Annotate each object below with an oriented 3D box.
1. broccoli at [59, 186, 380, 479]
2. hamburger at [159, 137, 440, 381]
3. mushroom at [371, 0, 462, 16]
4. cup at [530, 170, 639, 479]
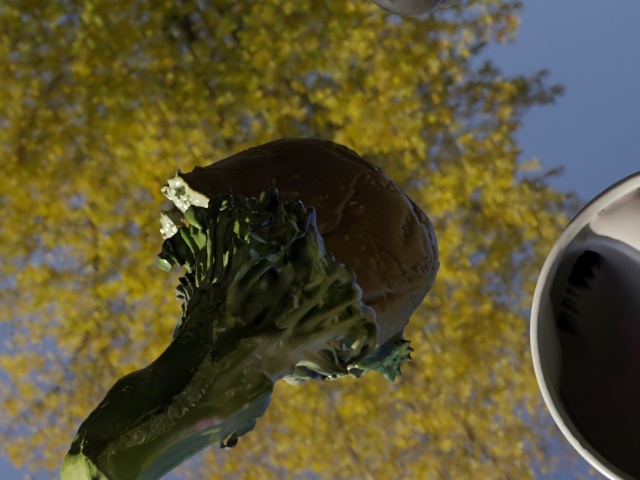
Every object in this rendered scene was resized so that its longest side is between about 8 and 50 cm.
[{"bbox_3d":[-0.082,0.086,1.019,0.146,0.165,0.304,-14,-159,32],"label":"broccoli"},{"bbox_3d":[0.000,0.000,1.534,0.309,0.132,0.211,39,-131,24],"label":"hamburger"},{"bbox_3d":[0.069,-0.239,1.160,0.112,0.148,0.148,-30,-157,32],"label":"mushroom"},{"bbox_3d":[0.262,0.077,1.043,0.212,0.212,0.317,-28,167,6],"label":"cup"}]
